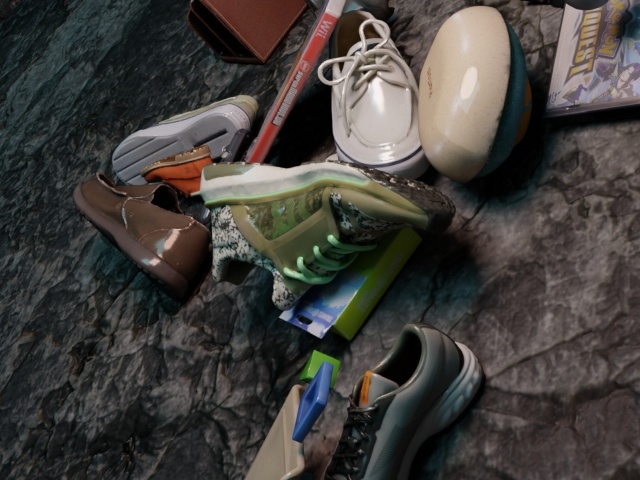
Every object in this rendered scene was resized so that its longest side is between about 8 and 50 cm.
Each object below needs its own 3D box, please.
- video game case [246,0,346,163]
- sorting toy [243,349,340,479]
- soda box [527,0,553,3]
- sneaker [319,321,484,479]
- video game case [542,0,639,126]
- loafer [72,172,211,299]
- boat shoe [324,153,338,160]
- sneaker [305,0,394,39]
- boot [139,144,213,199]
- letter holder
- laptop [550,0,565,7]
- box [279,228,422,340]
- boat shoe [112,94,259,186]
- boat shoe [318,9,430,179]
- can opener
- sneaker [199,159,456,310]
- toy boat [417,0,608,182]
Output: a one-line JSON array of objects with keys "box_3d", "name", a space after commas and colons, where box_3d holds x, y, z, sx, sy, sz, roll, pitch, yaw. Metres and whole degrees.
[{"box_3d": [-0.028, -0.261, 1.673, 0.285, 0.025, 0.204, -60, 8, 32], "name": "video game case"}, {"box_3d": [-0.051, 0.272, 1.174, 0.347, 0.047, 0.196, -63, 8, 18], "name": "sorting toy"}, {"box_3d": [0.329, -0.411, 1.544, 0.053, 0.060, 0.169, 18, 68, 41], "name": "soda box"}, {"box_3d": [0.053, 0.202, 1.144, 0.100, 0.108, 0.271, 18, 69, 53], "name": "sneaker"}, {"box_3d": [0.389, -0.274, 1.286, 0.248, 0.035, 0.274, -2, 68, 48], "name": "video game case"}, {"box_3d": [-0.274, -0.027, 1.773, 0.130, 0.134, 0.366, -46, 42, -8], "name": "loafer"}, {"box_3d": [0.052, -0.115, 1.556, 0.125, 0.038, 0.046, -38, 32, -26], "name": "boat shoe"}, {"box_3d": [0.043, -0.409, 1.857, 0.130, 0.109, 0.286, -34, 43, 7], "name": "sneaker"}, {"box_3d": [-0.234, -0.101, 1.834, 0.158, 0.084, 0.059, -8, 17, 42], "name": "boot"}, {"box_3d": [-0.122, -0.507, 2.031, 0.302, 0.214, 0.152, -55, 33, -13], "name": "letter holder"}, {"box_3d": [0.460, -0.404, 1.436, 0.264, 0.136, 0.234, -28, 28, -20], "name": "laptop"}, {"box_3d": [0.037, 0.048, 1.390, 0.178, 0.042, 0.109, -53, 32, -11], "name": "box"}, {"box_3d": [-0.227, -0.166, 1.904, 0.302, 0.109, 0.094, -14, 21, 34], "name": "boat shoe"}, {"box_3d": [0.070, -0.224, 1.524, 0.136, 0.156, 0.367, -12, 35, 5], "name": "boat shoe"}, {"box_3d": [-0.144, -0.098, 1.748, 0.073, 0.059, 0.186, -2, 52, 47], "name": "can opener"}, {"box_3d": [0.000, 0.000, 1.368, 0.410, 0.158, 0.182, 3, 86, 49], "name": "sneaker"}, {"box_3d": [0.224, -0.217, 1.330, 0.267, 0.148, 0.318, -85, 14, -47], "name": "toy boat"}]
